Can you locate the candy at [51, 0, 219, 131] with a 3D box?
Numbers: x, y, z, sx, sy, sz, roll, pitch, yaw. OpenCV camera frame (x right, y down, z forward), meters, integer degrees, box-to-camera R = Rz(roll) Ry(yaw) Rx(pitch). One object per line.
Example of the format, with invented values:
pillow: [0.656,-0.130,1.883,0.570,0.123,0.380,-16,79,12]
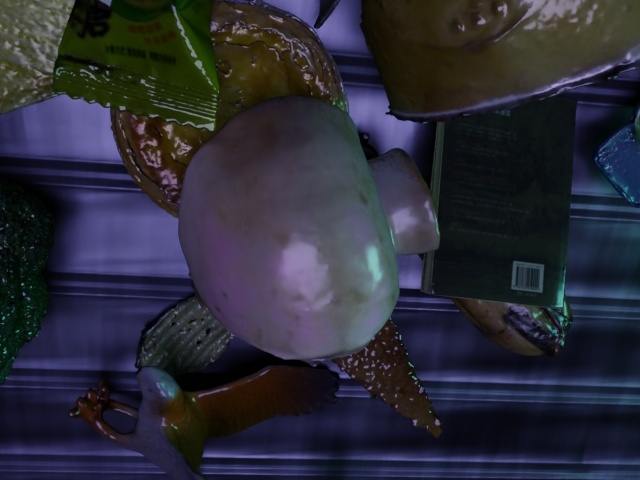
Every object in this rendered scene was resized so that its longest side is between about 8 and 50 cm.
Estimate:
candy: [-0.138,-0.223,0.492,0.149,0.069,0.246,10,96,3]

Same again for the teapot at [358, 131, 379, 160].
teapot: [0.034,-0.070,0.657,0.068,0.045,0.100,13,109,-8]

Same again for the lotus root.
lotus root: [0.188,0.027,0.685,0.110,0.097,0.258,-43,100,-12]

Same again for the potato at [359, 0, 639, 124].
potato: [0.174,-0.239,0.496,0.300,0.246,0.196,-22,116,-2]

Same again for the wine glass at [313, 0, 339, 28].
wine glass: [-0.062,-0.280,0.545,0.195,0.079,0.079,30,107,-16]

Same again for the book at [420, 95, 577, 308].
book: [0.191,-0.049,0.631,0.160,0.024,0.228,8,84,-14]

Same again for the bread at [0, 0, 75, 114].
bread: [-0.309,-0.231,0.570,0.229,0.033,0.228,-2,111,-5]

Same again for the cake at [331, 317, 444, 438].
cake: [0.056,0.107,0.692,0.113,0.116,0.295,-39,112,3]

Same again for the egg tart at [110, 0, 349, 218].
egg tart: [-0.088,-0.120,0.601,0.234,0.094,0.234,-3,113,-7]

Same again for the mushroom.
mushroom: [-0.001,-0.012,0.518,0.236,0.162,0.173,-18,135,-12]

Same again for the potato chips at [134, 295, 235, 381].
potato chips: [-0.140,0.105,0.721,0.207,0.028,0.092,-38,116,15]

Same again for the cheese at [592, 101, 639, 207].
cheese: [0.434,-0.168,0.629,0.204,0.083,0.320,42,103,-18]

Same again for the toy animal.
toy animal: [-0.156,0.262,0.750,0.302,0.225,0.284,27,128,-6]

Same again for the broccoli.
broccoli: [-0.402,0.055,0.593,0.245,0.265,0.294,45,106,14]
